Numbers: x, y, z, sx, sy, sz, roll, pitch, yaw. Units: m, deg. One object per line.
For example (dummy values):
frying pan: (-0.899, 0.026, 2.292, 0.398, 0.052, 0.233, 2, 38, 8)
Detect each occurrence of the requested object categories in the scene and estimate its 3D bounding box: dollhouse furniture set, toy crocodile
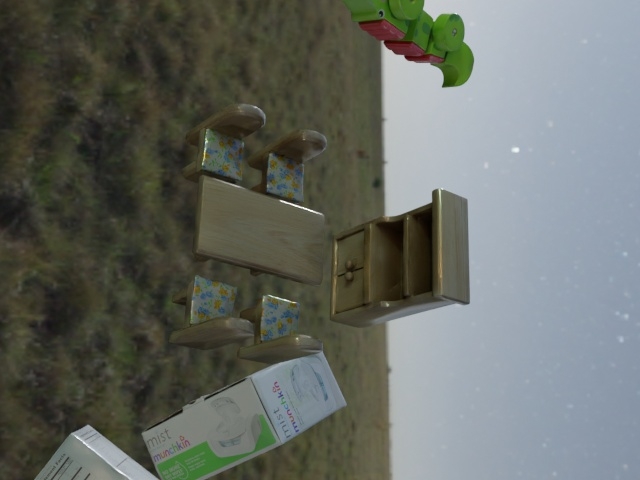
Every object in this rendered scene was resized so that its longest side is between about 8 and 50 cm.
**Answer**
dollhouse furniture set: (0.000, 0.000, 0.809, 0.161, 0.242, 0.212, -22, -121, 48)
toy crocodile: (0.143, -0.359, 1.451, 0.340, 0.115, 0.105, 19, 83, -48)

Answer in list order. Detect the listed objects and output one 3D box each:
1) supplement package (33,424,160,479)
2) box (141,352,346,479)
supplement package: (-0.415, 0.491, 1.670, 0.134, 0.244, 0.139, -53, 177, -5)
box: (-0.130, 0.303, 1.482, 0.231, 0.262, 0.127, -14, 76, -62)
